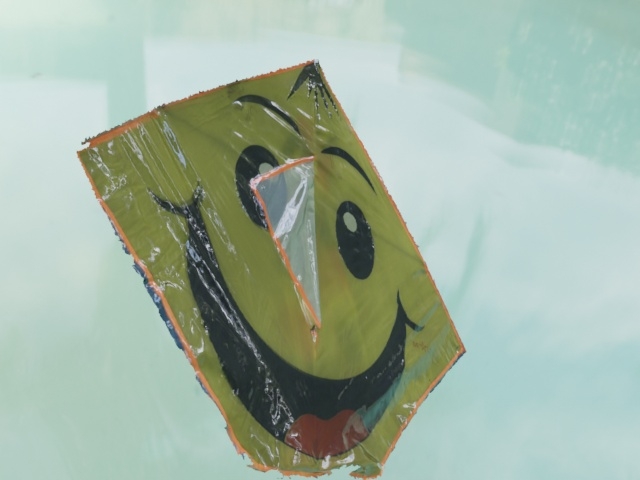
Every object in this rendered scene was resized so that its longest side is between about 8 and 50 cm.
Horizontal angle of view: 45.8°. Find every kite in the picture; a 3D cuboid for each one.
[{"bbox_3d":[-0.002,0.001,0.529,0.377,0.013,0.328,25,52,-42],"label":"kite"}]
